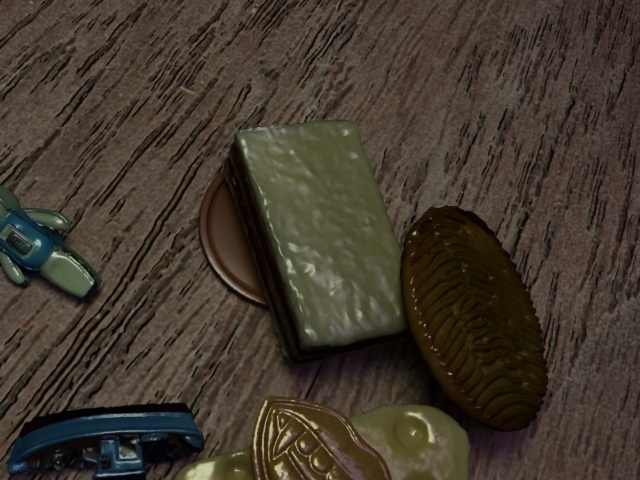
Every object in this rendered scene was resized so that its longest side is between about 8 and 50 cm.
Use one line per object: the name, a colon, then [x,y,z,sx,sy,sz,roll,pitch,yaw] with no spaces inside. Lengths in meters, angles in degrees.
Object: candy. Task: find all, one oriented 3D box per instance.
candy: [0.000,0.000,1.031,0.179,0.135,0.321,-14,74,-19]

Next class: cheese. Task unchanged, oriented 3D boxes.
cheese: [0.040,0.343,0.928,0.384,0.104,0.384,5,67,-11]

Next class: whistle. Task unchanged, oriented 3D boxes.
whistle: [-0.387,-0.006,0.990,0.235,0.077,0.114,37,91,-3]

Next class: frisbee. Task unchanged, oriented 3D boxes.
frisbee: [-0.052,-0.017,1.108,0.250,0.021,0.251,6,66,-13]

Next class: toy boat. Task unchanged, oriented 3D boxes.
toy boat: [-0.249,0.251,0.897,0.223,0.100,0.097,-2,54,-14]

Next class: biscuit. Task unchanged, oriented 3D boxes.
biscuit: [0.217,0.100,1.027,0.318,0.040,0.318,27,50,-38]
biscuit: [0.001,0.272,0.874,0.142,0.029,0.221,-36,79,-24]
